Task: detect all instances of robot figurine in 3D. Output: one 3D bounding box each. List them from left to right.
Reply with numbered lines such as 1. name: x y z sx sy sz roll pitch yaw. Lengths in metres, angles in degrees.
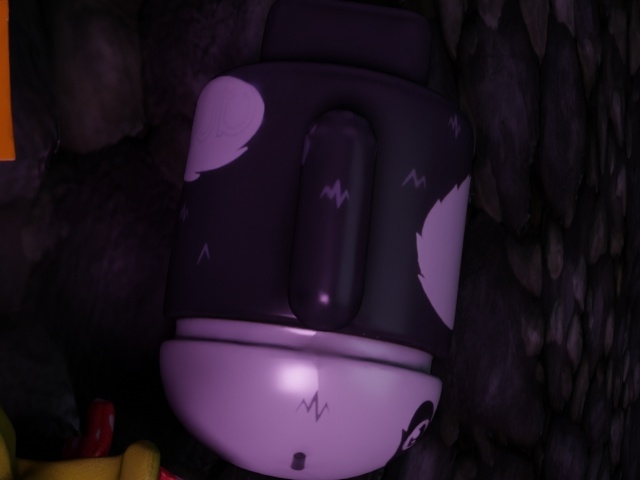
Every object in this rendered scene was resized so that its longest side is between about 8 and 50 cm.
1. robot figurine: 0.002 0.001 0.623 0.209 0.174 0.278 21 73 -51

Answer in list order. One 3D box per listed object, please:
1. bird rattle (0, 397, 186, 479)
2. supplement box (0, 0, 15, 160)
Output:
1. bird rattle: -0.152 0.141 0.429 0.207 0.143 0.253 -46 173 -17
2. supplement box: -0.164 -0.061 0.405 0.036 0.098 0.062 -11 103 -56
